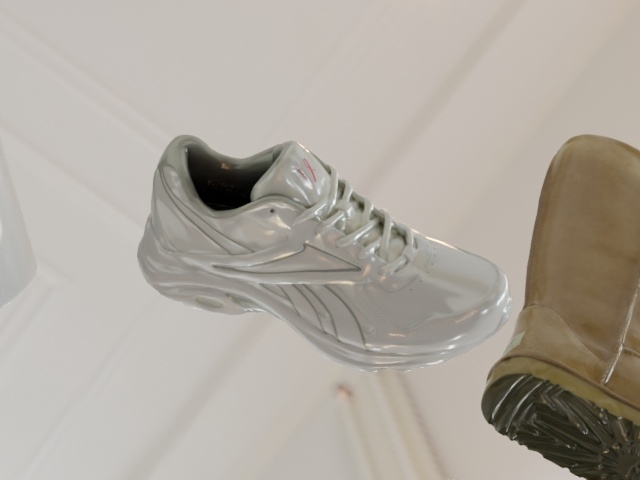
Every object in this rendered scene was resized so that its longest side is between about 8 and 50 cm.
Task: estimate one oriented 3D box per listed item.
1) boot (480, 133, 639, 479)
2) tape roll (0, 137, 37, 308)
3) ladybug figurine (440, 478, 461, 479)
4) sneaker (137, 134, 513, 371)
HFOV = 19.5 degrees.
[{"bbox_3d":[0.241,0.065,1.304,0.089,0.236,0.269,-50,-172,42],"label":"boot"},{"bbox_3d":[-0.322,-0.027,1.206,0.246,0.169,0.246,-12,-164,4],"label":"tape roll"},{"bbox_3d":[0.096,0.407,1.380,0.305,0.162,0.449,150,-45,-70],"label":"ladybug figurine"},{"bbox_3d":[0.000,0.000,1.084,0.090,0.232,0.115,-66,165,-46],"label":"sneaker"}]
